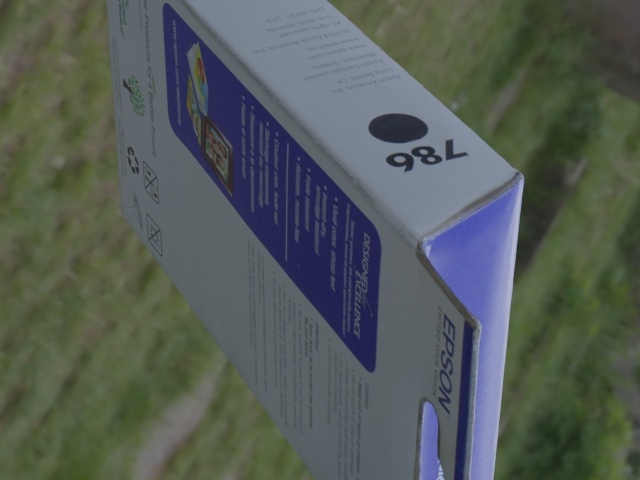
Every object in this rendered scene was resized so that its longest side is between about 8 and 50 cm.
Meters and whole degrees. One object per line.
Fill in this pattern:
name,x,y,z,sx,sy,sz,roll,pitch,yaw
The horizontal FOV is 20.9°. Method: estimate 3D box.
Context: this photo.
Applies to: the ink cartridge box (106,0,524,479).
ink cartridge box,0.000,0.000,0.704,0.065,0.333,0.165,-15,129,-21
